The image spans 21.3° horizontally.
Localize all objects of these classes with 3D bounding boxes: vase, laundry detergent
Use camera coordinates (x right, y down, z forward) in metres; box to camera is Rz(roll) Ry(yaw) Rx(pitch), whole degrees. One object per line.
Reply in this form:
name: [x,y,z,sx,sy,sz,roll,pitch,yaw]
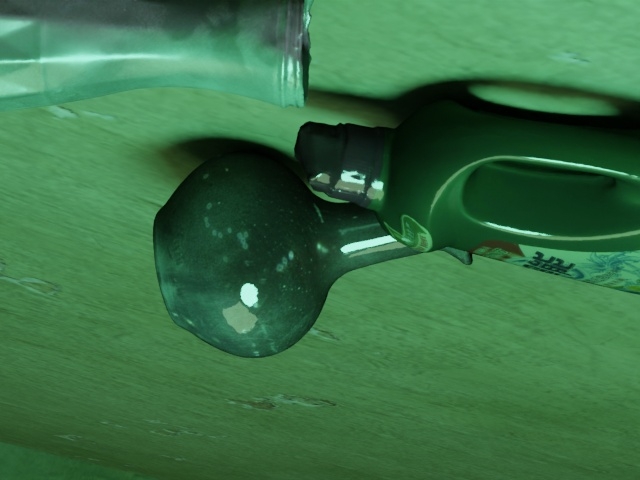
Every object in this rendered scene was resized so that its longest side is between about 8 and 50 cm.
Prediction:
vase: [0.000,0.000,0.974,0.183,0.120,0.120,-11,163,8]
vase: [-0.111,-0.090,0.725,0.214,0.086,0.086,3,166,1]
laundry detergent: [0.098,-0.029,0.852,0.221,0.078,0.144,13,164,-9]
